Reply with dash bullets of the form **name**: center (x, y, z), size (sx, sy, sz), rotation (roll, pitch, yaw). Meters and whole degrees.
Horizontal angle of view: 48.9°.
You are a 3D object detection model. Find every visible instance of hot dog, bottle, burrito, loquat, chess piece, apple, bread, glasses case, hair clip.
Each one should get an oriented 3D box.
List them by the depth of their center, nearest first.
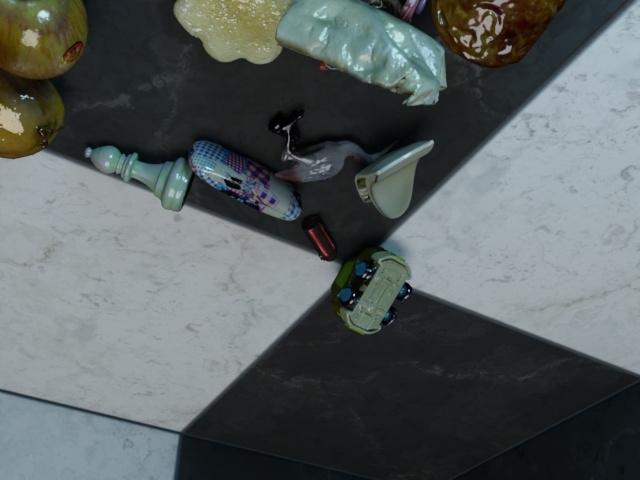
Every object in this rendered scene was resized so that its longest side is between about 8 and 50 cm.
- **hot dog**: center (0.374, -0.519, 1.323), size (0.267, 0.174, 0.387), rotation (16, 127, -22)
- **burrito**: center (0.099, -0.381, 1.368), size (0.332, 0.190, 0.135), rotation (27, 115, 10)
- **apple**: center (-0.565, -0.426, 1.378), size (0.211, 0.211, 0.188), rotation (6, 152, -8)
- **bread**: center (-0.157, -0.490, 1.433), size (0.316, 0.054, 0.316), rotation (1, 139, 1)
- **loquat**: center (-0.690, -0.293, 1.552), size (0.238, 0.193, 0.238), rotation (6, 120, 10)
- **hair clip**: center (0.172, -0.158, 1.751), size (0.172, 0.113, 0.282), rotation (-31, 153, -15)
- **chess piece**: center (-0.458, -0.177, 1.761), size (0.271, 0.139, 0.139), rotation (20, 137, -5)
- **glasses case**: center (-0.185, -0.150, 1.774), size (0.327, 0.125, 0.076), rotation (27, 124, -28)
- **bottle**: center (0.000, 0.000, 2.005), size (0.060, 0.060, 0.164), rotation (-15, 138, 16)

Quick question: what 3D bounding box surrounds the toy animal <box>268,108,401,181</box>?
- **toy animal**: center (0.018, -0.208, 1.737), size (0.324, 0.090, 0.195), rotation (14, 128, -19)

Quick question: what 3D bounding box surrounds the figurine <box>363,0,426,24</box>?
- **figurine**: center (0.147, -0.497, 1.401), size (0.157, 0.114, 0.126), rotation (15, 104, 21)

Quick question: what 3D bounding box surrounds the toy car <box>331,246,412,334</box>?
- **toy car**: center (0.128, 0.129, 2.071), size (0.204, 0.198, 0.248), rotation (29, 94, -37)

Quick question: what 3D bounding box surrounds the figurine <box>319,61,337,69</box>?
- **figurine**: center (0.027, -0.418, 1.525), size (0.060, 0.047, 0.106), rotation (-8, 138, -7)
